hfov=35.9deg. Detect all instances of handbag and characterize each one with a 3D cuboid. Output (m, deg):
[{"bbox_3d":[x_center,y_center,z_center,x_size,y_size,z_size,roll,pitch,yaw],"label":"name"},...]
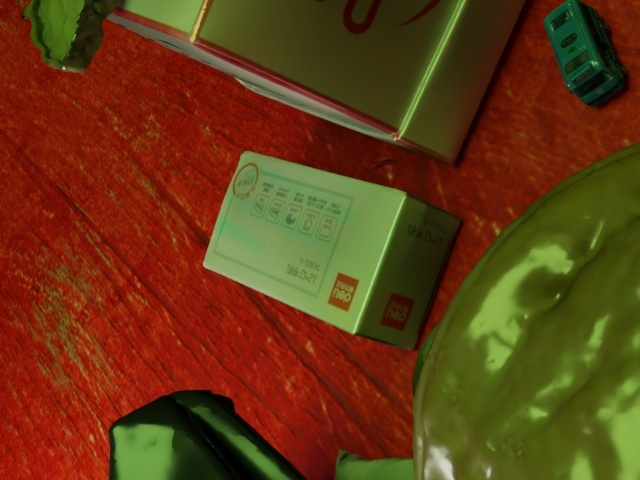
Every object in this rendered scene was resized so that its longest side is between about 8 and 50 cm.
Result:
[{"bbox_3d":[-0.057,0.323,0.794,0.288,0.152,0.342,22,117,43],"label":"handbag"}]

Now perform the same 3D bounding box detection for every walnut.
[{"bbox_3d":[0.204,0.093,0.522,0.333,0.333,0.332,-22,59,42],"label":"walnut"}]

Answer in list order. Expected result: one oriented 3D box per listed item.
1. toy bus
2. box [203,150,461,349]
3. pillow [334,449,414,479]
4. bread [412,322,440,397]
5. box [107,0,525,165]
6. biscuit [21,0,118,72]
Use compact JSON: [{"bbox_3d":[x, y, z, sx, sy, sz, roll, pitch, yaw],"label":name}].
[{"bbox_3d":[0.211,-0.151,0.794,0.038,0.046,0.083,-35,50,35],"label":"toy bus"},{"bbox_3d":[0.000,0.000,0.946,0.269,0.079,0.135,19,88,51],"label":"box"},{"bbox_3d":[0.091,0.236,0.745,0.254,0.078,0.144,-10,74,48],"label":"pillow"},{"bbox_3d":[0.114,0.107,0.753,0.156,0.110,0.103,14,91,51],"label":"bread"},{"bbox_3d":[-0.008,-0.285,0.899,0.314,0.300,0.312,31,99,50],"label":"box"},{"bbox_3d":[-0.185,-0.284,0.837,0.187,0.036,0.273,43,111,48],"label":"biscuit"}]
